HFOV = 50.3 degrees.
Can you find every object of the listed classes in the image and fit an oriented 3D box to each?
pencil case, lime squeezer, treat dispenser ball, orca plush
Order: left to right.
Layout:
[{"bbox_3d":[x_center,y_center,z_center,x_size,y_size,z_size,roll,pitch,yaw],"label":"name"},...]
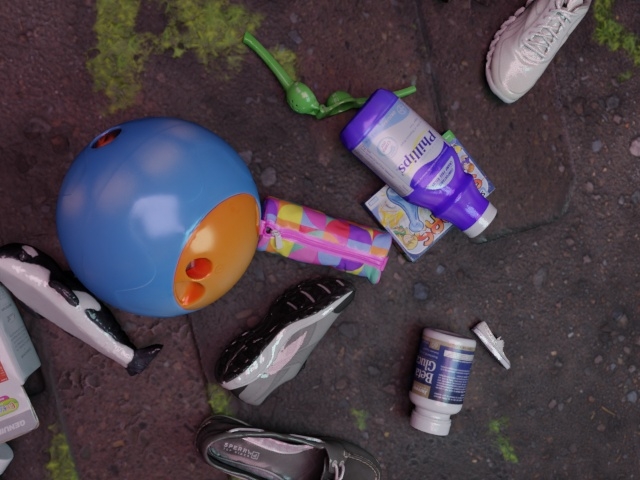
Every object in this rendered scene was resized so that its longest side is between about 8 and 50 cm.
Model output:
[{"bbox_3d":[-0.365,0.085,1.063,0.287,0.151,0.102,33,54,-7],"label":"orca plush"},{"bbox_3d":[-0.229,-0.033,0.987,0.288,0.288,0.288,0,92,-11],"label":"treat dispenser ball"},{"bbox_3d":[0.000,0.000,1.131,0.236,0.104,0.105,14,89,-12],"label":"pencil case"},{"bbox_3d":[0.009,-0.254,1.156,0.310,0.059,0.110,14,57,-11],"label":"lime squeezer"}]

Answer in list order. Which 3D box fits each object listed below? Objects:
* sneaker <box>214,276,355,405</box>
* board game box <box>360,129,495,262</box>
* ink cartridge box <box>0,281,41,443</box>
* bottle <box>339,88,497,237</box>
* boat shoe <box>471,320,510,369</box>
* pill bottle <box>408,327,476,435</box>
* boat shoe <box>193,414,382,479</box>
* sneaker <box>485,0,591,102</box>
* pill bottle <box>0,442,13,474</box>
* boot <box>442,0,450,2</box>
[{"bbox_3d":[-0.048,0.163,1.139,0.271,0.100,0.108,-40,123,-10],"label":"sneaker"},{"bbox_3d":[0.189,-0.078,1.196,0.201,0.035,0.136,-42,98,-7],"label":"board game box"},{"bbox_3d":[-0.598,0.196,1.003,0.309,0.130,0.272,-20,97,-10],"label":"ink cartridge box"},{"bbox_3d":[0.167,-0.120,1.124,0.283,0.092,0.118,42,82,-6],"label":"bottle"},{"bbox_3d":[0.316,0.187,1.232,0.035,0.035,0.100,-40,92,-5],"label":"boat shoe"},{"bbox_3d":[0.206,0.243,1.180,0.094,0.094,0.170,13,89,-11],"label":"pill bottle"},{"bbox_3d":[-0.048,0.376,1.134,0.335,0.095,0.112,18,88,-11],"label":"boat shoe"},{"bbox_3d":[0.390,-0.375,1.186,0.110,0.118,0.292,32,87,-12],"label":"sneaker"},{"bbox_3d":[-0.552,0.384,1.030,0.108,0.108,0.180,36,85,-10],"label":"pill bottle"},{"bbox_3d":[0.221,-0.524,1.165,0.106,0.082,0.219,-19,93,-7],"label":"boot"}]
